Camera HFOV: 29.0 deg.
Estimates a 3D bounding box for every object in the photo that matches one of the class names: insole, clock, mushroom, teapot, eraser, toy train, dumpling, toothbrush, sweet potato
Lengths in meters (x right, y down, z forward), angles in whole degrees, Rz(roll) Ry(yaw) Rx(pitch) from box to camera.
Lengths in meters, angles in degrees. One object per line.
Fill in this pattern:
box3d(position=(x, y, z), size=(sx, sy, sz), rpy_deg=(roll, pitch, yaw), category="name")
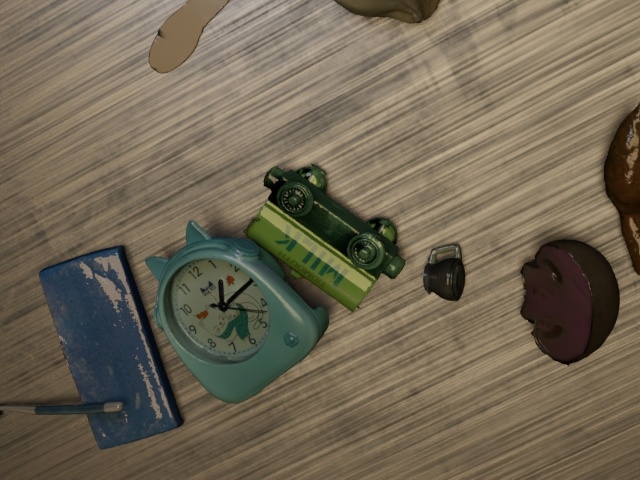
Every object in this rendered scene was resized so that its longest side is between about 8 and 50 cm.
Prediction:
box3d(position=(-0.200, -0.337, 1.909), size=(0.064, 0.004, 0.188), rpy_deg=(42, 100, -1), category="insole")
box3d(position=(-0.140, 0.097, 1.902), size=(0.223, 0.094, 0.274), rpy_deg=(-37, 93, 26), category="clock")
box3d(position=(0.385, 0.088, 1.852), size=(0.117, 0.141, 0.188), rpy_deg=(-8, 110, -26), category="mushroom")
box3d(position=(0.190, 0.048, 1.898), size=(0.057, 0.066, 0.088), rpy_deg=(3, 76, 23), category="teapot")
box3d(position=(-0.336, 0.173, 1.981), size=(0.144, 0.042, 0.312), rpy_deg=(-16, 96, 9), category="eraser")
box3d(position=(0.000, 0.000, 1.897), size=(0.253, 0.105, 0.157), rpy_deg=(36, 115, 0), category="toy train")
box3d(position=(0.082, -0.424, 1.800), size=(0.258, 0.147, 0.193), rpy_deg=(35, 65, -22), category="dumpling")
box3d(position=(-0.438, 0.275, 1.991), size=(0.275, 0.019, 0.025), rpy_deg=(-4, 103, 20), category="toothbrush")
box3d(position=(0.460, -0.078, 1.842), size=(0.074, 0.075, 0.270), rpy_deg=(-4, 108, 7), category="sweet potato")
